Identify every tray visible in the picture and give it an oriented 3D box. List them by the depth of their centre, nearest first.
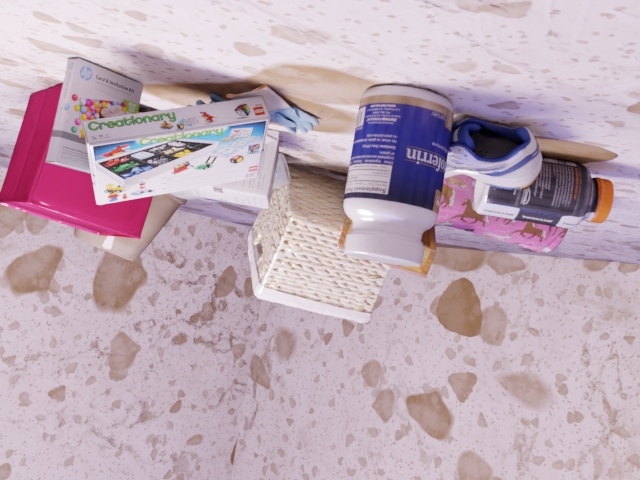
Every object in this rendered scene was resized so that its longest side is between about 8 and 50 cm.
[{"bbox_3d":[0.163,-0.047,1.735,0.202,0.076,0.411,19,-159,1],"label":"tray"}]

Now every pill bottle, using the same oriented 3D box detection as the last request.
[{"bbox_3d":[0.119,-0.098,1.164,0.153,0.265,0.153,9,176,1],"label":"pill bottle"},{"bbox_3d":[0.431,-0.095,1.417,0.245,0.130,0.130,10,176,1],"label":"pill bottle"}]

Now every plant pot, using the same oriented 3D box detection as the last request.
[{"bbox_3d":[-0.577,-0.101,2.160,0.323,0.280,0.323,23,175,2],"label":"plant pot"}]

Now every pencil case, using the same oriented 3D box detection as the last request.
[{"bbox_3d":[0.379,-0.073,1.661,0.386,0.160,0.167,11,-146,-20],"label":"pencil case"}]

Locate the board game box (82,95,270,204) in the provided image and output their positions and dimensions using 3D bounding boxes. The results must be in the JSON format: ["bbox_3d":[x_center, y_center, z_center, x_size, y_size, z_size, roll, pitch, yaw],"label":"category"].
[{"bbox_3d":[-0.250,-0.156,1.289,0.305,0.053,0.193,-11,155,-18],"label":"board game box"}]

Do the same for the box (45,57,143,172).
[{"bbox_3d":[-0.404,-0.214,1.320,0.038,0.186,0.145,9,176,39],"label":"box"}]

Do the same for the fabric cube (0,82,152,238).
[{"bbox_3d":[-0.515,-0.164,1.598,0.254,0.258,0.259,22,169,-37],"label":"fabric cube"}]

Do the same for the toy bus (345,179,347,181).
[{"bbox_3d":[0.134,-0.100,2.163,0.202,0.104,0.191,10,175,-16],"label":"toy bus"}]

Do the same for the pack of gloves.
[{"bbox_3d":[-0.126,-0.244,1.382,0.195,0.046,0.232,-10,166,26],"label":"pack of gloves"}]

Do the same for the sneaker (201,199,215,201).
[{"bbox_3d":[-0.435,-0.187,2.409,0.282,0.102,0.161,0,176,-20],"label":"sneaker"}]

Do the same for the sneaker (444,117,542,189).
[{"bbox_3d":[0.228,-0.168,1.258,0.296,0.112,0.131,5,159,18],"label":"sneaker"}]

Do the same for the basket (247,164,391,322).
[{"bbox_3d":[0.000,0.000,1.953,0.331,0.266,0.328,14,-153,-16],"label":"basket"}]

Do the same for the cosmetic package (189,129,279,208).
[{"bbox_3d":[-0.193,-0.170,1.632,0.183,0.152,0.151,10,171,-1],"label":"cosmetic package"}]

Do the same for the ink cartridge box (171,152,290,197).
[{"bbox_3d":[-0.315,-0.128,1.862,0.385,0.091,0.308,-21,-167,-30],"label":"ink cartridge box"}]
